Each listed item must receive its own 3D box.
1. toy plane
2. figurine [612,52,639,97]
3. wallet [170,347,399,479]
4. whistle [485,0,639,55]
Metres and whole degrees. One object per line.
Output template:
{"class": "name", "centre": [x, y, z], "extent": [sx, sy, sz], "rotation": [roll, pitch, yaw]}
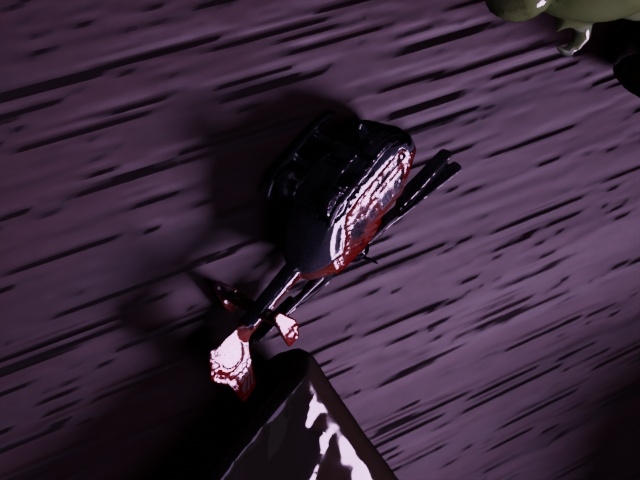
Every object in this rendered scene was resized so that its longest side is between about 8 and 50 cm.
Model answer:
{"class": "toy plane", "centre": [0.000, 0.000, 0.611], "extent": [0.145, 0.037, 0.060], "rotation": [-51, 143, -17]}
{"class": "figurine", "centre": [0.266, -0.221, 0.680], "extent": [0.218, 0.206, 0.365], "rotation": [21, 120, -22]}
{"class": "wallet", "centre": [0.007, 0.197, 0.696], "extent": [0.165, 0.042, 0.309], "rotation": [-49, 133, -16]}
{"class": "whistle", "centre": [0.118, -0.185, 0.598], "extent": [0.105, 0.085, 0.227], "rotation": [-9, 115, -38]}
